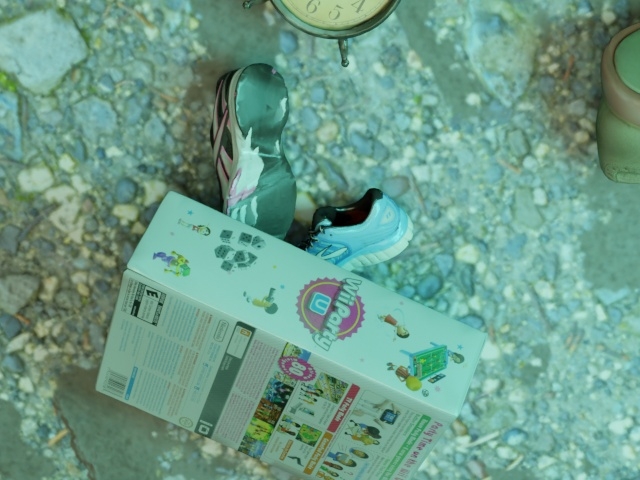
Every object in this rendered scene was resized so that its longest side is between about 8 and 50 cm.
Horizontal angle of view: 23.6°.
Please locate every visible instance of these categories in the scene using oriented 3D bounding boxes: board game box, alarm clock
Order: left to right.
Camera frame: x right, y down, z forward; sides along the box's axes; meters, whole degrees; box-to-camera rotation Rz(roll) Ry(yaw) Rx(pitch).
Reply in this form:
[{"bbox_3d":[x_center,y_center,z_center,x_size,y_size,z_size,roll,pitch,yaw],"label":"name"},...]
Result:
[{"bbox_3d":[-0.034,0.108,1.371,0.303,0.097,0.224,25,145,0],"label":"board game box"},{"bbox_3d":[0.025,-0.259,1.330,0.129,0.064,0.192,31,109,-3],"label":"alarm clock"}]

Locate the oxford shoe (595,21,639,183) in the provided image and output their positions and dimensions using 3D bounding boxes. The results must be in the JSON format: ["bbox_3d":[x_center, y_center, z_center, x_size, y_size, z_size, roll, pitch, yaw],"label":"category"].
[{"bbox_3d":[0.428,-0.119,1.316,0.397,0.140,0.146,0,142,-1],"label":"oxford shoe"}]

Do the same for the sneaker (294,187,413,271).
[{"bbox_3d":[0.000,0.000,1.399,0.162,0.063,0.073,-30,127,5],"label":"sneaker"}]

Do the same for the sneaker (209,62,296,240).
[{"bbox_3d":[-0.067,-0.072,1.390,0.072,0.077,0.178,2,96,-29],"label":"sneaker"}]
